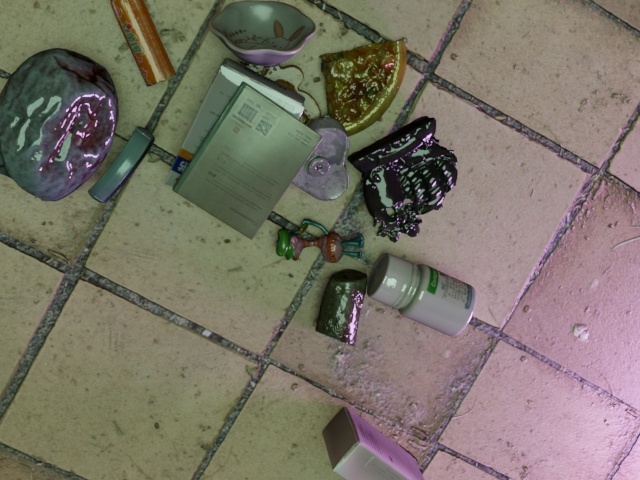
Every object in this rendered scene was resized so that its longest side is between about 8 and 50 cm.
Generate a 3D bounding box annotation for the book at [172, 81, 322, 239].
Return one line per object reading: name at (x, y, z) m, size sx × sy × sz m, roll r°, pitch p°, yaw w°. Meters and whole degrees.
book at (-0.156, -0.165, 1.694) m, size 0.215 × 0.025 × 0.282 m, roll 34°, pitch 105°, yaw -15°

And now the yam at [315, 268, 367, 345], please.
yam at (0.050, 0.160, 1.889) m, size 0.107 × 0.107 × 0.183 m, roll 12°, pitch 97°, yaw -10°

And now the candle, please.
candle at (-0.016, -0.181, 1.793) m, size 0.169 × 0.068 × 0.192 m, roll -8°, pitch 123°, yaw -8°

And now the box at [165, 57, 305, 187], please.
box at (-0.186, -0.221, 1.740) m, size 0.200 × 0.106 × 0.299 m, roll 25°, pitch 109°, yaw -12°

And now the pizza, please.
pizza at (0.083, -0.364, 1.798) m, size 0.197 × 0.058 × 0.292 m, roll 39°, pitch 94°, yaw -14°

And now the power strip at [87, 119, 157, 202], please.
power strip at (-0.422, -0.176, 1.726) m, size 0.044 × 0.137 × 0.216 m, roll 37°, pitch 89°, yaw -7°

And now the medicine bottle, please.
medicine bottle at (0.239, 0.126, 1.888) m, size 0.237 × 0.139 × 0.139 m, roll 23°, pitch 98°, yaw -11°

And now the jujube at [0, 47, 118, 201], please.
jujube at (-0.555, -0.249, 1.646) m, size 0.308 × 0.215 × 0.246 m, roll -56°, pitch 141°, yaw -7°

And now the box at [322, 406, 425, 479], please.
box at (0.138, 0.543, 1.927) m, size 0.252 × 0.203 × 0.106 m, roll 40°, pitch 96°, yaw -14°

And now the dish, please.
dish at (-0.125, -0.432, 1.707) m, size 0.230 × 0.229 × 0.081 m, roll -2°, pitch 135°, yaw -8°

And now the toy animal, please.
toy animal at (0.000, 0.000, 1.854) m, size 0.209 × 0.100 × 0.103 m, roll 2°, pitch 80°, yaw 0°

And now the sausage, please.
sausage at (-0.391, -0.452, 1.705) m, size 0.071 × 0.071 × 0.234 m, roll -24°, pitch 104°, yaw -3°

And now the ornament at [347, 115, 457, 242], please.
ornament at (0.210, -0.131, 1.854) m, size 0.251 × 0.106 × 0.260 m, roll -29°, pitch 110°, yaw 1°

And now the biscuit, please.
biscuit at (-0.097, -0.309, 1.795) m, size 0.184 × 0.035 × 0.249 m, roll -42°, pitch 105°, yaw 6°
